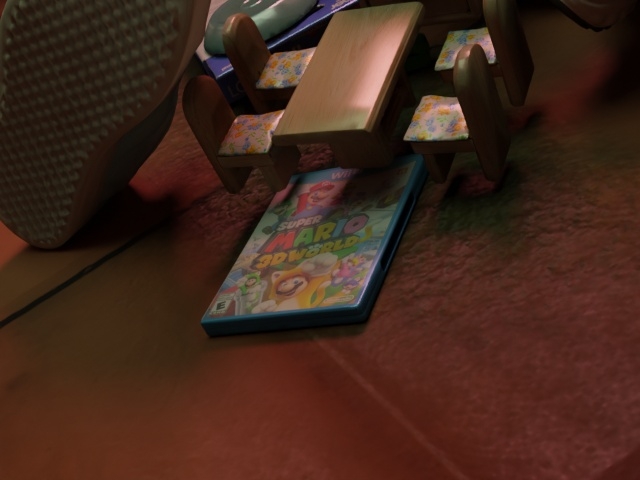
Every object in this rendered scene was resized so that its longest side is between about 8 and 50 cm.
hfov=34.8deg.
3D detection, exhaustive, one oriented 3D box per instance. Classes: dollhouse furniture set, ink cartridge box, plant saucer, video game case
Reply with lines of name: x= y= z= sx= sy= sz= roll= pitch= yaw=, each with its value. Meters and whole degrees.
dollhouse furniture set: x=0.030 y=-0.171 z=0.728 sx=0.212 sy=0.161 sz=0.242 roll=-1 pitch=47 yaw=28
ink cartridge box: x=-0.048 y=-0.234 z=1.055 sx=0.185 sy=0.065 sz=0.311 roll=-28 pitch=28 yaw=-3
plant saucer: x=-0.060 y=-0.216 z=0.956 sx=0.119 sy=0.021 sz=0.119 roll=-20 pitch=30 yaw=12
video game case: x=0.000 y=0.000 z=0.699 sx=0.119 sy=0.015 sz=0.166 roll=-8 pitch=34 yaw=29

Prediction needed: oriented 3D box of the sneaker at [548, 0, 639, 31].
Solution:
sneaker: x=0.234 y=-0.232 z=0.730 sx=0.108 sy=0.100 sz=0.271 roll=-52 pitch=-7 yaw=38

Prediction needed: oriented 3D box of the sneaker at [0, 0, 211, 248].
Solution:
sneaker: x=-0.165 y=-0.143 z=0.805 sx=0.366 sy=0.135 sz=0.150 roll=-43 pitch=9 yaw=47

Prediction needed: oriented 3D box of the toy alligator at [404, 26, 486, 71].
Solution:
toy alligator: x=0.051 y=-0.161 z=0.872 sx=0.189 sy=0.051 sz=0.056 roll=-21 pitch=31 yaw=9
